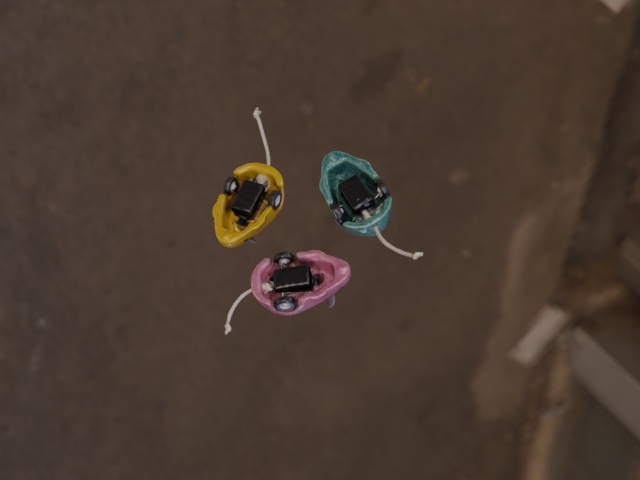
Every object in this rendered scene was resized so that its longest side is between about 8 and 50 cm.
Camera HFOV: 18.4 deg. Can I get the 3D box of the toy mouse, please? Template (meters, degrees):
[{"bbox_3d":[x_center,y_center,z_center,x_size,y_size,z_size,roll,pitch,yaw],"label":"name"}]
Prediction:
[{"bbox_3d":[0.000,0.000,1.246,0.031,0.143,0.161,71,35,-56],"label":"toy mouse"}]
